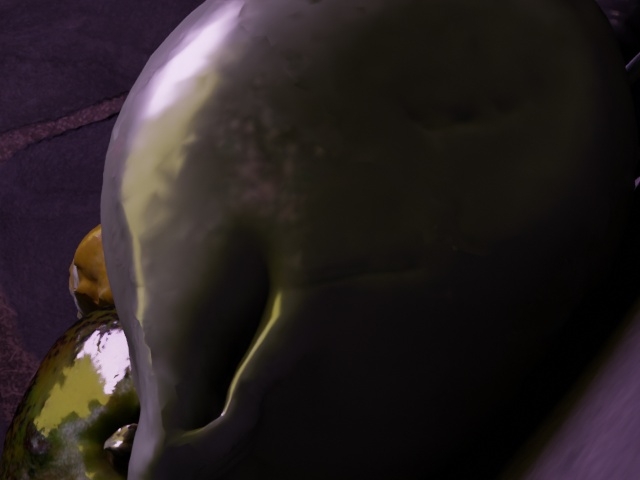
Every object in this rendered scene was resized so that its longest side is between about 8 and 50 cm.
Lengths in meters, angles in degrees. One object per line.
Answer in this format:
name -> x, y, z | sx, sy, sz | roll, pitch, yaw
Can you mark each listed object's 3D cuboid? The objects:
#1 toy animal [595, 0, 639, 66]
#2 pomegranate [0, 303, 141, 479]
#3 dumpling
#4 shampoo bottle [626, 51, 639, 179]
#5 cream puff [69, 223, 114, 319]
toy animal -> 0.183, -0.122, 1.017 | 0.168, 0.106, 0.343 | -22, 23, 41
pomegranate -> -0.080, 0.166, 0.963 | 0.222, 0.276, 0.204 | -31, 38, -1
dumpling -> 0.032, 0.004, 0.667 | 0.321, 0.270, 0.212 | -27, 18, -10
shampoo bottle -> 0.188, -0.087, 0.749 | 0.087, 0.050, 0.183 | -47, -3, -24
cream puff -> -0.092, 0.078, 1.722 | 0.275, 0.378, 0.378 | -49, -1, -26
